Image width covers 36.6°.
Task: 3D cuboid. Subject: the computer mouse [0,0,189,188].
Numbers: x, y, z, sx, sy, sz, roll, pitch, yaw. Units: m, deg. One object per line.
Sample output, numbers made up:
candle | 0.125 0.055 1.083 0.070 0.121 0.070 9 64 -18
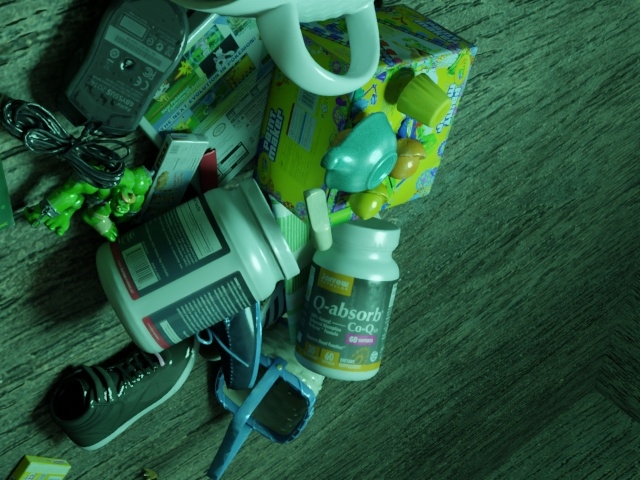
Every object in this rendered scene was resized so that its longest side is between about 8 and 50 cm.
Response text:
computer mouse | -0.282 -0.221 1.275 0.188 0.072 0.272 33 95 -33

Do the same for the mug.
mug | -0.023 -0.363 1.210 0.276 0.374 0.328 -16 176 34

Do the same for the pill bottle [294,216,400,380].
pill bottle | 0.053 0.099 1.747 0.162 0.162 0.278 -4 109 -50

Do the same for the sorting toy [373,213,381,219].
sorting toy | 0.088 -0.053 1.841 0.083 0.045 0.075 13 86 -56

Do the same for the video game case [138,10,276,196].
video game case | -0.128 -0.250 1.488 0.329 0.036 0.300 -46 149 -7

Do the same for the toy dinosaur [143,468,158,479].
toy dinosaur | -0.360 0.520 1.983 0.211 0.064 0.112 -4 144 -39

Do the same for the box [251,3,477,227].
box | 0.069 -0.205 1.577 0.279 0.177 0.290 -18 136 -40

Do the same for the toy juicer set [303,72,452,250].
toy juicer set | 0.050 -0.102 1.422 0.329 0.089 0.209 -39 160 -33

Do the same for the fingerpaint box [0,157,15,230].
fingerpaint box | -0.565 -0.095 0.964 0.445 0.163 0.371 -30 143 -31

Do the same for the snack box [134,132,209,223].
snack box | -0.232 -0.093 1.480 0.064 0.022 0.178 -4 140 -38

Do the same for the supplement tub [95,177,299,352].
supplement tub | -0.189 0.037 1.496 0.272 0.191 0.191 -26 145 -4

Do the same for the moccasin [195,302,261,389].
moccasin | -0.175 0.094 1.671 0.117 0.138 0.342 -7 100 -21

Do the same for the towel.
towel | 0.000 0.000 1.804 0.248 0.038 0.325 -40 137 -41

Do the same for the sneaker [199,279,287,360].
sneaker | -0.107 0.131 1.848 0.282 0.099 0.153 -51 147 -6

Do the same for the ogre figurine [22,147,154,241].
ogre figurine | -0.320 -0.064 1.387 0.197 0.097 0.118 17 127 -41

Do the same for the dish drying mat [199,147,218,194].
dish drying mat | -0.177 -0.109 1.530 0.032 0.008 0.083 -30 144 -28

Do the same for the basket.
basket | -0.118 0.314 1.888 0.289 0.201 0.255 -57 177 -44

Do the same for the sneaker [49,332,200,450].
sneaker | -0.336 0.236 1.655 0.296 0.104 0.147 -42 153 -6

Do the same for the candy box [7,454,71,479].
candy box | -0.541 0.473 1.717 0.206 0.027 0.105 -53 146 4
